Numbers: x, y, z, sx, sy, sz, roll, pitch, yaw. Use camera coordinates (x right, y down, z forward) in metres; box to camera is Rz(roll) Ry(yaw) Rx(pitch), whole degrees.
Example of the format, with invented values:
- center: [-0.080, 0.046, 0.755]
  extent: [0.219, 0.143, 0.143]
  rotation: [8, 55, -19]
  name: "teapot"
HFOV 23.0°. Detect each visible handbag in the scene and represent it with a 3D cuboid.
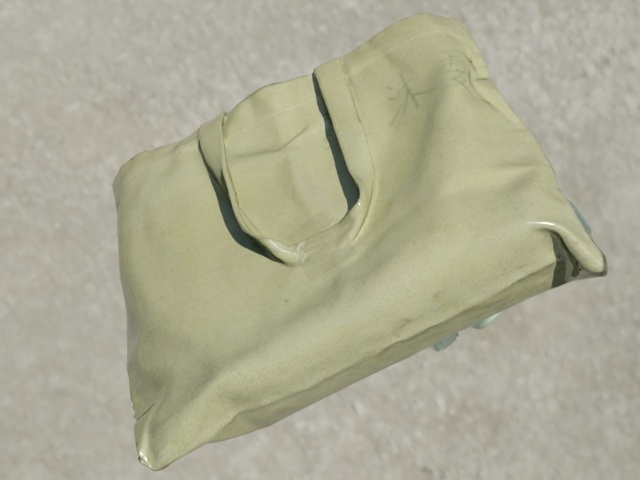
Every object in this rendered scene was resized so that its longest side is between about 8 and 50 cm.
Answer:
- center: [0.002, -0.004, 1.056]
  extent: [0.316, 0.109, 0.253]
  rotation: [-26, 50, 6]
  name: "handbag"

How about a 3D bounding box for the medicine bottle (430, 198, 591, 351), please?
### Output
- center: [0.203, 0.035, 1.853]
  extent: [0.229, 0.083, 0.121]
  rotation: [-39, 18, -6]
  name: "medicine bottle"
